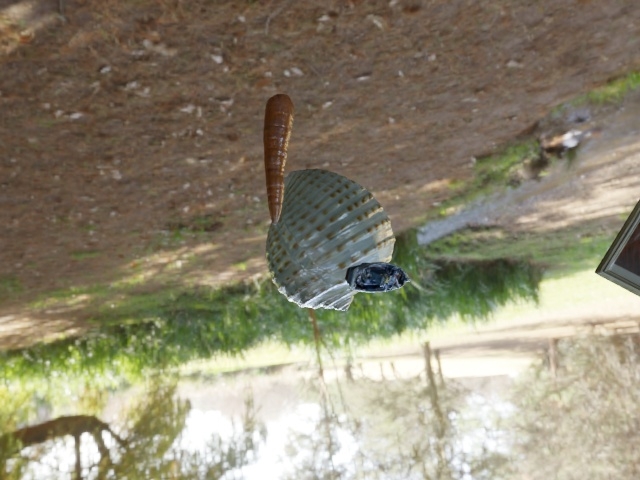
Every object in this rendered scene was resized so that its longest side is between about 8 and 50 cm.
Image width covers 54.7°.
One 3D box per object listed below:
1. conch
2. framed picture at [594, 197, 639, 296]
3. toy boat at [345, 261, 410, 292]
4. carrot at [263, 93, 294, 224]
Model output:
[{"bbox_3d":[-0.003,0.012,1.388,0.303,0.319,0.215,-26,-157,34],"label":"conch"},{"bbox_3d":[0.677,-0.003,1.143,0.216,0.273,0.016,31,-167,22],"label":"framed picture"},{"bbox_3d":[0.109,0.070,1.148,0.137,0.060,0.061,4,-165,-39],"label":"toy boat"},{"bbox_3d":[-0.069,-0.130,0.971,0.048,0.216,0.048,3,169,1],"label":"carrot"}]
